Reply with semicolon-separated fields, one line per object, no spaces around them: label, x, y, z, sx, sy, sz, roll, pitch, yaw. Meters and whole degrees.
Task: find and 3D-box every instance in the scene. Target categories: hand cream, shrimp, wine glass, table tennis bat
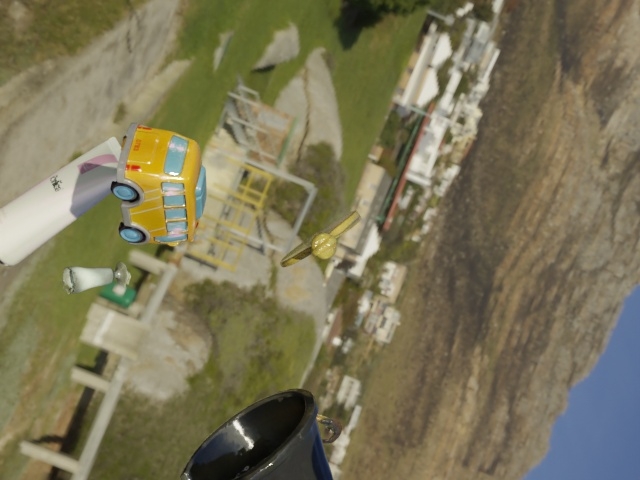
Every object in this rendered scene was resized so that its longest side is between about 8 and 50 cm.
hand cream;-0.572;-0.087;1.831;0.359;0.118;0.185;-37;-140;-4
shrimp;0.007;0.568;2.529;0.083;0.114;0.023;-64;-173;-3
wine glass;-0.558;0.092;2.095;0.155;0.072;0.072;-6;132;-43
table tennis bat;0.000;0.000;1.720;0.198;0.050;0.321;-32;-175;0

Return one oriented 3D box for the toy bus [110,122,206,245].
toy bus;-0.254;-0.081;1.359;0.209;0.136;0.126;98;-3;-52

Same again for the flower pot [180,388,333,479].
flower pot;-0.106;0.553;1.994;0.379;0.251;0.379;-32;-168;8
